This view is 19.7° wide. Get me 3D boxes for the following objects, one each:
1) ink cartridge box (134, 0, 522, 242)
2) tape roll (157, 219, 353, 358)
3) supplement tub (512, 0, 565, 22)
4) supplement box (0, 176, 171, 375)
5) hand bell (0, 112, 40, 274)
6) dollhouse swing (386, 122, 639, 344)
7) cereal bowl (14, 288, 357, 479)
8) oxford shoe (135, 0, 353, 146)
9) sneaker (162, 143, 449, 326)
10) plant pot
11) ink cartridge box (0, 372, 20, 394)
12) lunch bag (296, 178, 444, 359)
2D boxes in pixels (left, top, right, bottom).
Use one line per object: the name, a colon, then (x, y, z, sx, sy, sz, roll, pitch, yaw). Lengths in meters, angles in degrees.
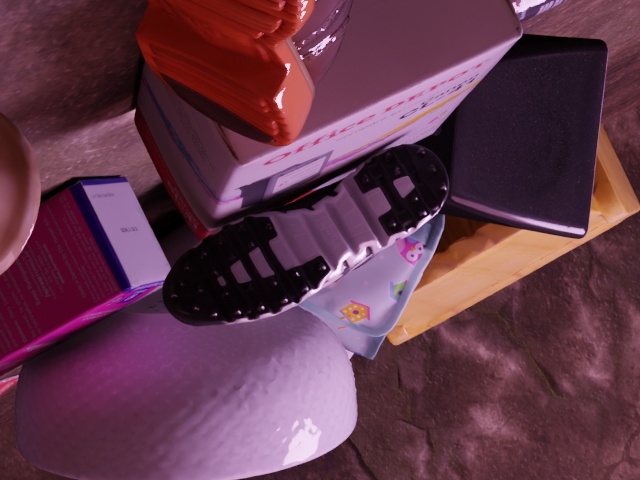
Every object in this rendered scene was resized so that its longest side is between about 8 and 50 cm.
ink cartridge box: (-0.007, -0.119, 1.344, 0.226, 0.131, 0.306, -26, 176, -11)
tape roll: (-0.091, 0.077, 2.144, 0.246, 0.246, 0.169, -23, 172, -40)
supplement tub: (0.182, -0.233, 1.336, 0.198, 0.106, 0.106, -27, 174, -15)
supplement box: (-0.264, 0.041, 1.680, 0.220, 0.114, 0.111, -28, 176, 16)
hand bell: (-0.264, -0.049, 1.032, 0.126, 0.126, 0.242, -29, 162, 9)
dollhouse swing: (0.169, -0.062, 2.300, 0.347, 0.315, 0.305, -30, 153, 19)
cereal bowl: (-0.133, 0.120, 1.801, 0.339, 0.141, 0.339, -3, -169, 1)
oxford shoe: (-0.037, -0.172, 0.968, 0.132, 0.130, 0.363, -60, 174, -13)
sneaker: (-0.014, 0.007, 1.406, 0.234, 0.078, 0.106, -28, 174, -15)
plant pot: (0.135, -0.106, 1.723, 0.167, 0.187, 0.188, 0, -172, -42)
ink cartridge box: (-0.475, 0.252, 1.987, 0.261, 0.066, 0.296, -14, 164, -47)
lunch bag: (0.000, 0.000, 1.914, 0.262, 0.223, 0.160, 118, -3, -72)
